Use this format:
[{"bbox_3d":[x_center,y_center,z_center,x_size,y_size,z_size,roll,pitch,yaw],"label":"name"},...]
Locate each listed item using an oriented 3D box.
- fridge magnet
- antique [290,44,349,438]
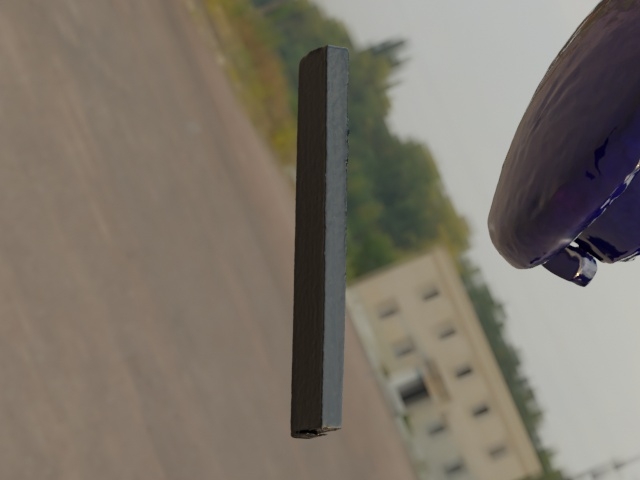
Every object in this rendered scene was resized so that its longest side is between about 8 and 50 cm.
[{"bbox_3d":[0.194,-0.089,1.136,0.113,0.265,0.265,35,3,-4],"label":"fridge magnet"},{"bbox_3d":[0.000,0.000,0.949,0.031,0.015,0.192,-17,-111,56],"label":"antique"}]
